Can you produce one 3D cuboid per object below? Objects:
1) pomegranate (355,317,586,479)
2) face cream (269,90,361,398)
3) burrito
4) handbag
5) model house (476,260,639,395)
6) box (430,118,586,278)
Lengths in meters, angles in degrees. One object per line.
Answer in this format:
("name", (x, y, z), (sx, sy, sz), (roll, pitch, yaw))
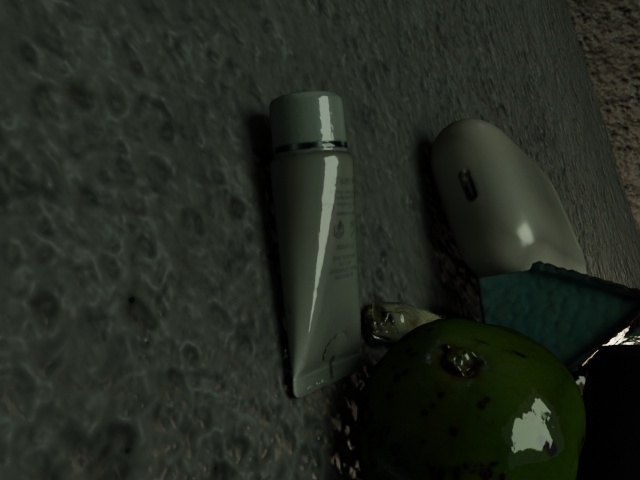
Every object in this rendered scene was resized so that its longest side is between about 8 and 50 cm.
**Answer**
("pomegranate", (0.167, 0.219, 0.797), (0.254, 0.254, 0.270), (-63, 141, -48))
("face cream", (0.000, 0.000, 0.775), (0.143, 0.089, 0.314), (-6, 90, -59))
("burrito", (0.113, 0.113, 0.935), (0.188, 0.045, 0.058), (19, 35, -51))
("handbag", (0.376, 0.297, 0.851), (0.275, 0.178, 0.301), (47, 51, -54))
("model house", (0.375, 0.173, 1.057), (0.280, 0.249, 0.229), (52, 32, -64))
("box", (0.319, -0.038, 1.210), (0.349, 0.141, 0.288), (24, 44, -51))
